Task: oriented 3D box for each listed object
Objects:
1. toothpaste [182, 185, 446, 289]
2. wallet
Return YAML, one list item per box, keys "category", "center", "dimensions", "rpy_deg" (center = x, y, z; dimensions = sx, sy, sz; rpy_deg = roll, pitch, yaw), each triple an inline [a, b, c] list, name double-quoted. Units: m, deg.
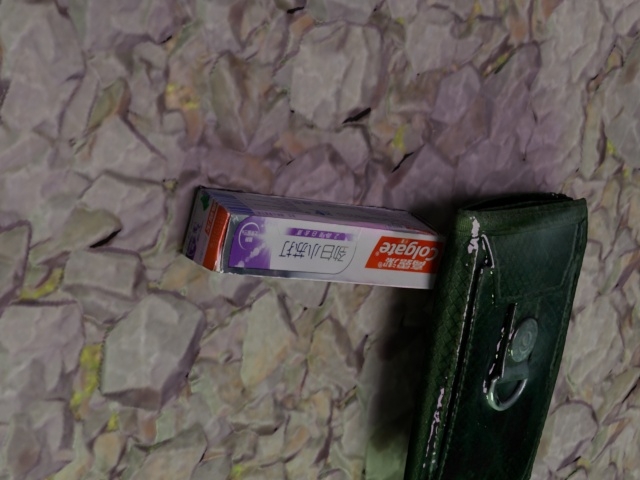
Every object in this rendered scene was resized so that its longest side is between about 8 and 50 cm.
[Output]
- category: "toothpaste"
  center: [0.000, 0.000, 1.145]
  dimensions: [0.196, 0.040, 0.047]
  rpy_deg: [6, 103, -44]
- category: "wallet"
  center: [0.122, 0.086, 1.260]
  dimensions: [0.160, 0.055, 0.236]
  rpy_deg: [-9, 112, -52]
